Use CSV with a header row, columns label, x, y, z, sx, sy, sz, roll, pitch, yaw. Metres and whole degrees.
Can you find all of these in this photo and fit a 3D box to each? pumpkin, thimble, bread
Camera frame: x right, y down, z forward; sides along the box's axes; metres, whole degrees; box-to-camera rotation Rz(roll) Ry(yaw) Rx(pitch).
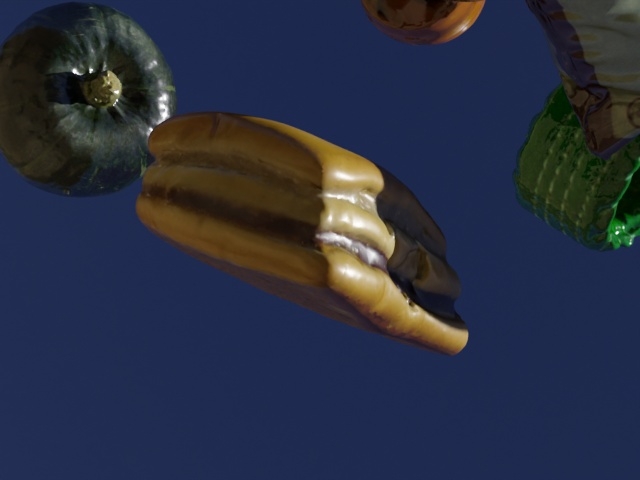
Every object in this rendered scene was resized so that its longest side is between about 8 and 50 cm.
label,x,y,z,sx,sy,sz,roll,pitch,yaw
pumpkin,-0.200,-0.116,1.321,0.125,0.167,0.167,14,-68,42
thimble,0.204,-0.063,1.108,0.090,0.118,0.130,39,-47,32
bread,0.000,0.000,0.762,0.116,0.200,0.077,12,-99,26

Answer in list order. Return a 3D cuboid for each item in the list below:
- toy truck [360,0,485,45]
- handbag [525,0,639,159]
label,x,y,z,sx,sy,sz,roll,pitch,yaw
toy truck,0.027,-0.248,0.941,0.288,0.204,0.211,29,-89,24
handbag,0.160,-0.166,0.687,0.127,0.235,0.213,39,-94,31
